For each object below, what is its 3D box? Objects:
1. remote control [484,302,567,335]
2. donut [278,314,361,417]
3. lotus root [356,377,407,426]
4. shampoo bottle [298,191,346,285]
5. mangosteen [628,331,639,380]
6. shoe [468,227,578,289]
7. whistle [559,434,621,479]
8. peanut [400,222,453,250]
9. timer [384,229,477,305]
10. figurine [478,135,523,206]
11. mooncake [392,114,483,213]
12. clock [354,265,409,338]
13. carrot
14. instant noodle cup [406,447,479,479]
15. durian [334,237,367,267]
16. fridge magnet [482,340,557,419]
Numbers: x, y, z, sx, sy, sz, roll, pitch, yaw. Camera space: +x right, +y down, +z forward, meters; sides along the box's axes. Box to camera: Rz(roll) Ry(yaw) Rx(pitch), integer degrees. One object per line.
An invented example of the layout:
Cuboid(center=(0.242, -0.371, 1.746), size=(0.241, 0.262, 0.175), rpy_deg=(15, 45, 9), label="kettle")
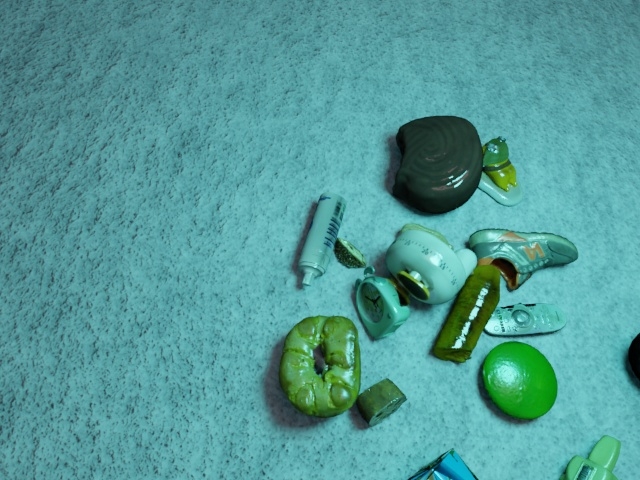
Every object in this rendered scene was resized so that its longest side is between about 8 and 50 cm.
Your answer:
Cuboid(center=(0.603, 0.236, 1.350), size=(0.256, 0.045, 0.097), rpy_deg=(-1, 62, -3), label="remote control")
Cuboid(center=(0.003, 0.323, 1.176), size=(0.209, 0.128, 0.261), rpy_deg=(1, 58, 14), label="donut")
Cuboid(center=(0.156, 0.414, 1.174), size=(0.122, 0.112, 0.081), rpy_deg=(-26, 62, -16), label="lotus root")
Cuboid(center=(0.000, 0.000, 1.373), size=(0.092, 0.092, 0.303), rpy_deg=(17, 65, 2), label="shampoo bottle")
Cuboid(center=(0.990, 0.330, 1.263), size=(0.216, 0.216, 0.216), rpy_deg=(2, 64, -5), label="mangosteen")
Cuboid(center=(0.626, 0.069, 1.392), size=(0.337, 0.132, 0.170), rpy_deg=(7, 68, -1), label="shoe")
Cuboid(center=(0.670, 0.614, 1.133), size=(0.288, 0.131, 0.106), rpy_deg=(-44, 115, -22), label="whistle")
Cuboid(center=(0.330, 0.002, 1.418), size=(0.175, 0.080, 0.080), rpy_deg=(23, 64, 0), label="peanut")
Cuboid(center=(0.311, 0.064, 1.296), size=(0.233, 0.233, 0.240), rpy_deg=(41, 70, 13), label="timer")
Cuboid(center=(0.616, -0.252, 1.534), size=(0.167, 0.141, 0.250), rpy_deg=(-31, 71, -21), label="figurine")
Cuboid(center=(0.369, -0.263, 1.475), size=(0.334, 0.174, 0.326), rpy_deg=(36, 77, 25), label="mooncake")
Cuboid(center=(0.162, 0.169, 1.279), size=(0.060, 0.148, 0.188), rpy_deg=(-10, 61, -32), label="clock")
Cuboid(center=(0.431, 0.209, 1.303), size=(0.114, 0.114, 0.301), rpy_deg=(30, 68, 8), label="carrot")
Cuboid(center=(0.289, 0.610, 1.044), size=(0.240, 0.240, 0.178), rpy_deg=(-27, 62, -18), label="instant noodle cup")
Cuboid(center=(0.086, 0.044, 1.397), size=(0.130, 0.052, 0.066), rpy_deg=(46, 30, 12), label="durian")
Cuboid(center=(0.545, 0.381, 1.246), size=(0.208, 0.088, 0.207), rpy_deg=(2, 65, -4), label="fridge magnet")
